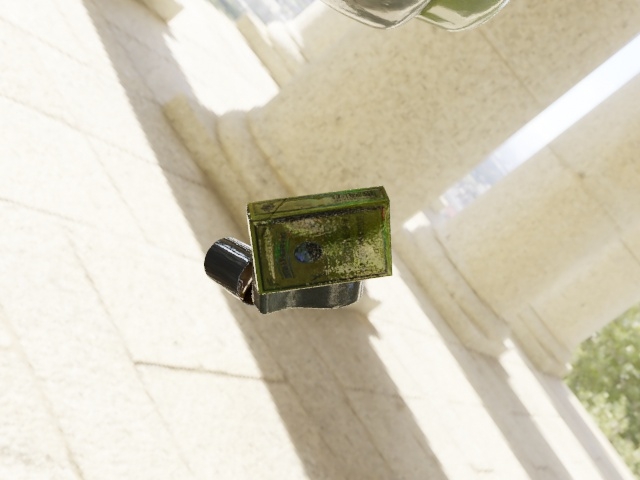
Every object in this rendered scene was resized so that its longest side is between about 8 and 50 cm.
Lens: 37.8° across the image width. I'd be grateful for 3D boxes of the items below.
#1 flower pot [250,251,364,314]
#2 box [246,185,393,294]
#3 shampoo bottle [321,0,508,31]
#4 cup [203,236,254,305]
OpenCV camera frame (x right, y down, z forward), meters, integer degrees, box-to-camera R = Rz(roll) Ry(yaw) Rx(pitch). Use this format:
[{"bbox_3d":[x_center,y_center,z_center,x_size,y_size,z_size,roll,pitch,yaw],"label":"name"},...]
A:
[{"bbox_3d":[-0.024,0.069,1.843,0.103,0.229,0.108,-115,-154,-56],"label":"flower pot"},{"bbox_3d":[0.000,0.000,1.465,0.064,0.220,0.141,-102,-173,-58],"label":"box"},{"bbox_3d":[0.084,-0.399,1.013,0.317,0.322,0.322,23,22,-15],"label":"shampoo bottle"},{"bbox_3d":[-0.175,0.079,2.033,0.113,0.150,0.138,-15,28,-37],"label":"cup"}]
